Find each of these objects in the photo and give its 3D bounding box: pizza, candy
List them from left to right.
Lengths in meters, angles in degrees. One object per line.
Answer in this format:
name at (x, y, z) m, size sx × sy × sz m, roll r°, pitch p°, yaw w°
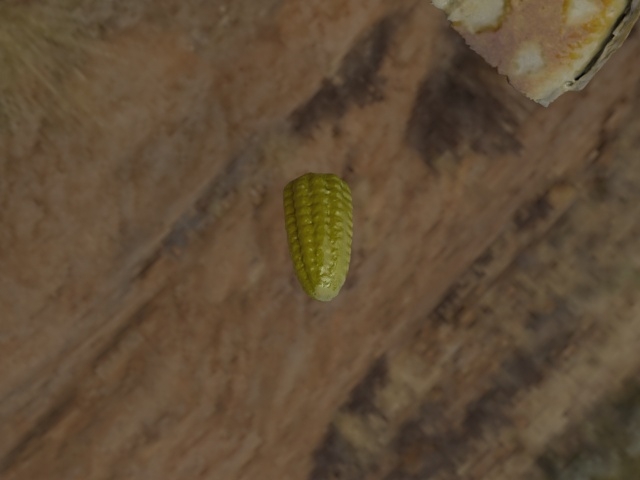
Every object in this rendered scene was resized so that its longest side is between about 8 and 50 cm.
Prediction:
candy at (0.000, 0.000, 2.016) m, size 0.094 × 0.199 × 0.106 m, roll -25°, pitch 136°, yaw 22°
pizza at (0.185, -0.374, 1.583) m, size 0.130 × 0.406 × 0.440 m, roll -70°, pitch 176°, yaw -48°
